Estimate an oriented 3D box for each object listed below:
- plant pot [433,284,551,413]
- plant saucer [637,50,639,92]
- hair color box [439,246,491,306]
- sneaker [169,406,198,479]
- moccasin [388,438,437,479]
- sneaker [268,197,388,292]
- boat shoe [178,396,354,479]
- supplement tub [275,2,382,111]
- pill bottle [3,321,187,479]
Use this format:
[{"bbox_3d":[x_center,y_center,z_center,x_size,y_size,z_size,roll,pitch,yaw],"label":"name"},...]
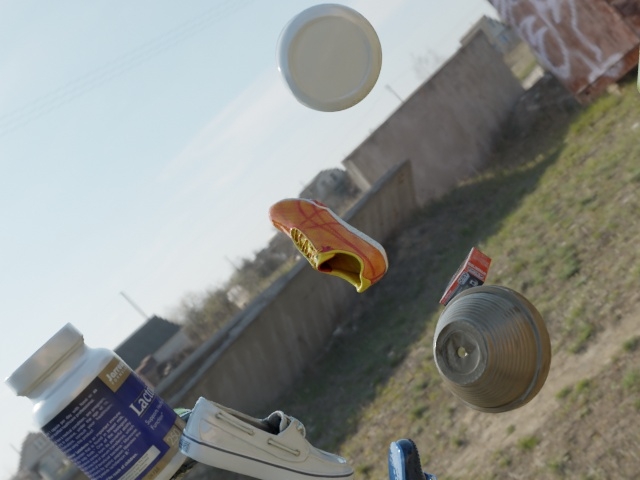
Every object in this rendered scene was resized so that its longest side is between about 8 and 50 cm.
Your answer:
[{"bbox_3d":[0.287,0.199,1.352,0.110,0.237,0.237,4,-35,-44],"label":"plant pot"},{"bbox_3d":[0.583,-0.359,1.305,0.037,0.240,0.241,4,23,22],"label":"plant saucer"},{"bbox_3d":[0.306,0.083,1.553,0.093,0.053,0.167,-58,-6,21],"label":"hair color box"},{"bbox_3d":[-0.298,0.418,1.376,0.121,0.111,0.300,-30,18,42],"label":"sneaker"},{"bbox_3d":[0.226,0.589,1.666,0.117,0.341,0.137,-11,21,-6],"label":"moccasin"},{"bbox_3d":[0.000,0.000,0.911,0.067,0.175,0.064,-38,-35,-39],"label":"sneaker"},{"bbox_3d":[-0.062,0.283,1.040,0.088,0.268,0.096,-71,19,-4],"label":"boat shoe"},{"bbox_3d":[0.008,-0.353,1.429,0.191,0.191,0.272,-42,14,7],"label":"supplement tub"},{"bbox_3d":[-0.328,0.256,1.106,0.153,0.264,0.153,-42,10,9],"label":"pill bottle"}]
